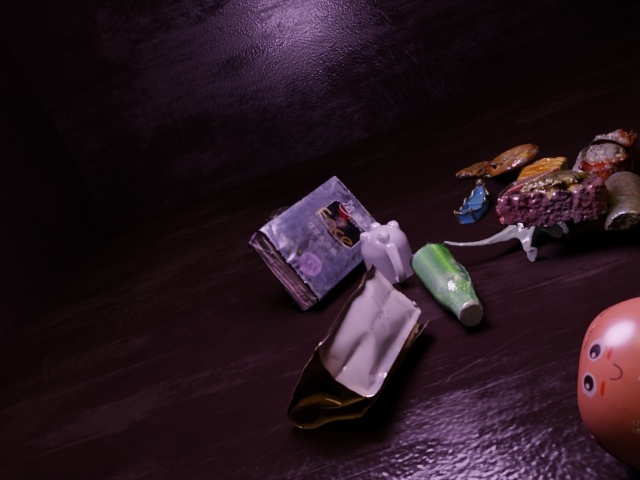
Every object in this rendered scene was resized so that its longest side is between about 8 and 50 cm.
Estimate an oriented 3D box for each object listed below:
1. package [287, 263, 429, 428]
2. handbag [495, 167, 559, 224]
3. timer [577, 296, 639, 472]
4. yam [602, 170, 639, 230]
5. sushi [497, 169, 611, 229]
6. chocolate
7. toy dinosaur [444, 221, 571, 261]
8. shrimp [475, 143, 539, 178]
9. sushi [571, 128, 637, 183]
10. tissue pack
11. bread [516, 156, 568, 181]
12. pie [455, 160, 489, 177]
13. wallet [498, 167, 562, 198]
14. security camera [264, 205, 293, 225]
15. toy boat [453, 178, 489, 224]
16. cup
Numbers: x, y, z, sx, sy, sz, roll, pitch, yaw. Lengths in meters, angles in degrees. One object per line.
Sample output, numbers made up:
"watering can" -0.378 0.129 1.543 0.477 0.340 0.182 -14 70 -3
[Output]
"package" 0.089 0.229 1.143 0.165 0.221 0.311 28 35 12
"handbag" 0.548 -0.108 1.503 0.157 0.059 0.212 -23 -14 3
"timer" 0.442 0.183 0.715 0.215 0.229 0.230 3 30 44
"yam" 0.708 -0.076 1.321 0.106 0.106 0.259 -10 23 29
"sushi" 0.533 -0.102 1.321 0.241 0.107 0.161 -10 14 16
"chocolate" 0.293 0.102 1.299 0.110 0.110 0.291 -21 22 2
"toy dinosaur" 0.508 -0.022 1.408 0.393 0.092 0.205 -19 20 17
"shrimp" 0.592 -0.240 1.874 0.152 0.063 0.287 -42 7 -28
"sushi" 0.787 -0.216 1.583 0.130 0.124 0.332 7 31 35
"tissue pack" 0.000 0.000 1.632 0.361 0.259 0.122 -38 -1 -39
"bread" 0.664 -0.187 1.715 0.126 0.068 0.188 -8 23 36
"pie" 0.565 -0.258 2.071 0.170 0.034 0.092 -25 17 -28
"wallet" 0.570 -0.153 1.563 0.153 0.038 0.118 -20 -13 -14
"security camera" -0.059 -0.033 1.893 0.277 0.191 0.197 -8 25 36
"toy boat" 0.465 -0.120 1.734 0.075 0.077 0.185 -5 25 42
"cup" 0.171 0.037 1.528 0.134 0.141 0.173 -11 22 26
